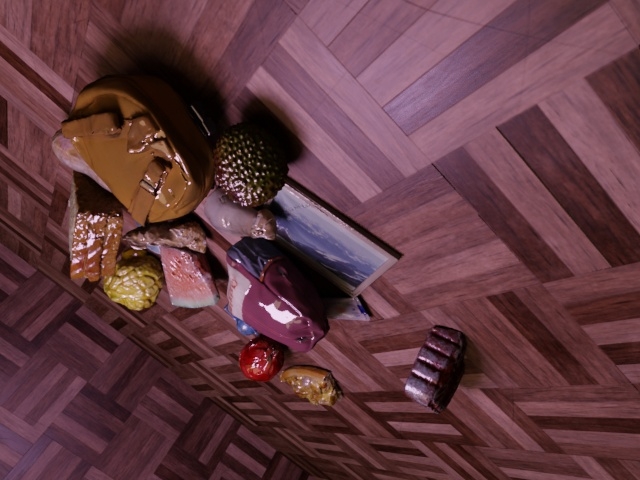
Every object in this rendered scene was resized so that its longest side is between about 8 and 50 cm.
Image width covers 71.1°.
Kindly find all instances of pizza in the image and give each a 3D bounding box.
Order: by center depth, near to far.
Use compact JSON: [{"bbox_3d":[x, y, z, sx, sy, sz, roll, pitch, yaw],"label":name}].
[{"bbox_3d":[-0.035,0.594,1.803,0.223,0.089,0.323,48,143,-16],"label":"pizza"}]

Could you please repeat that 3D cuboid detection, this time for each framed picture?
[{"bbox_3d":[0.000,0.000,1.102,0.335,0.022,0.247,35,145,-2],"label":"framed picture"}]

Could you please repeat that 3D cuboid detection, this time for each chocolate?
[{"bbox_3d":[-0.596,-0.217,1.220,0.309,0.134,0.134,29,145,7],"label":"chocolate"}]

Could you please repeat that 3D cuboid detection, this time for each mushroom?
[{"bbox_3d":[-0.203,-0.051,1.122,0.225,0.093,0.116,31,135,37],"label":"mushroom"}]

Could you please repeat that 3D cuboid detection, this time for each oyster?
[{"bbox_3d":[-0.451,-0.021,1.323,0.233,0.161,0.107,7,106,-13],"label":"oyster"}]

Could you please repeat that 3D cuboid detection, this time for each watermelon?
[{"bbox_3d":[-0.431,0.095,1.464,0.193,0.139,0.256,-4,129,15],"label":"watermelon"}]

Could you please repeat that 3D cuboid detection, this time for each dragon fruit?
[{"bbox_3d":[-0.227,0.451,1.706,0.172,0.172,0.209,38,154,-7],"label":"dragon fruit"}]

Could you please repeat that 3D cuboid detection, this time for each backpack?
[{"bbox_3d":[-0.381,-0.200,1.005,0.378,0.201,0.353,-3,131,44],"label":"backpack"},{"bbox_3d":[-0.108,0.155,1.215,0.317,0.197,0.283,32,145,20],"label":"backpack"}]

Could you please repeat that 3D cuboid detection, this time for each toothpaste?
[{"bbox_3d":[-0.011,0.198,1.320,0.323,0.066,0.100,-3,130,35],"label":"toothpaste"}]

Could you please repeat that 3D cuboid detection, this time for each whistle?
[{"bbox_3d":[-0.275,0.289,1.621,0.090,0.090,0.158,-11,125,45],"label":"whistle"}]

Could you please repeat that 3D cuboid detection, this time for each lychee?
[{"bbox_3d":[-0.141,-0.160,0.911,0.171,0.171,0.171,22,144,17],"label":"lychee"}]

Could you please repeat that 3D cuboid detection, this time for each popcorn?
[{"bbox_3d":[-0.706,0.141,1.706,0.206,0.251,0.237,21,115,-23],"label":"popcorn"}]

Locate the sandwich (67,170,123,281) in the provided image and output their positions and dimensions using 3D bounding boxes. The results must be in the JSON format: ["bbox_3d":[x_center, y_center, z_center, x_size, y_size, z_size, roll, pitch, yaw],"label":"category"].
[{"bbox_3d":[-0.676,-0.077,1.337,0.325,0.131,0.262,59,136,40],"label":"sandwich"}]

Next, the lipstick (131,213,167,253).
[{"bbox_3d":[-0.533,-0.068,1.397,0.078,0.076,0.289,22,144,14],"label":"lipstick"}]

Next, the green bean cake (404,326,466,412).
[{"bbox_3d":[0.313,0.353,1.189,0.097,0.198,0.232,22,161,31],"label":"green bean cake"}]
